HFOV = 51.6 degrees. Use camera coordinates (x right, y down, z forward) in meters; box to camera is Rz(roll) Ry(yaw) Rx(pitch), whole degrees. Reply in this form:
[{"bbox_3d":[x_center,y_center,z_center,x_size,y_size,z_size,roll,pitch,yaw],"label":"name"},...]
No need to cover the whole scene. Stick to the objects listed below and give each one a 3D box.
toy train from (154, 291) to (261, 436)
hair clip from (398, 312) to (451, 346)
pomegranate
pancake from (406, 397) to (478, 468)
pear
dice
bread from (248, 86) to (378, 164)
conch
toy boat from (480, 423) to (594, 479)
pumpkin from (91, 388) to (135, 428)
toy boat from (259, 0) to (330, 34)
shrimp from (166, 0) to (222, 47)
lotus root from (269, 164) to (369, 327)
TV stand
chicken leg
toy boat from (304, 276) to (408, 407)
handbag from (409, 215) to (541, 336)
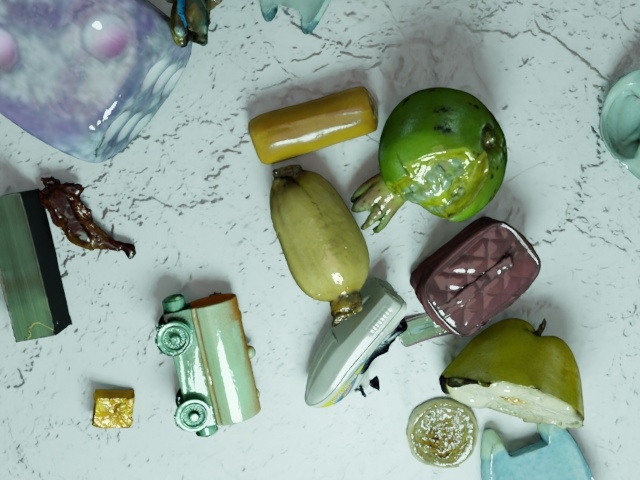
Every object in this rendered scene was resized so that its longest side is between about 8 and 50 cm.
[{"bbox_3d":[-0.210,0.231,1.261,0.177,0.116,0.285,-13,99,-10],"label":"toy train"},{"bbox_3d":[0.217,0.168,1.291,0.137,0.022,0.054,-16,99,-1],"label":"hair clip"},{"bbox_3d":[0.180,-0.126,1.162,0.302,0.236,0.236,-33,100,39],"label":"pomegranate"},{"bbox_3d":[0.246,0.389,1.329,0.152,0.025,0.151,0,98,-1],"label":"pancake"},{"bbox_3d":[0.364,0.233,1.234,0.267,0.267,0.178,21,65,-4],"label":"pear"},{"bbox_3d":[-0.391,-0.306,1.077,0.271,0.270,0.270,37,97,-7],"label":"dice"},{"bbox_3d":[-0.011,-0.210,1.198,0.239,0.074,0.092,-17,95,2],"label":"bread"},{"bbox_3d":[0.599,-0.200,1.181,0.185,0.121,0.221,-20,92,7],"label":"conch"},{"bbox_3d":[0.433,0.512,1.325,0.215,0.123,0.330,-20,88,-5],"label":"toy boat"},{"bbox_3d":[-0.407,0.329,1.299,0.083,0.054,0.074,6,104,-23],"label":"pumpkin"},{"bbox_3d":[-0.029,-0.474,1.159,0.134,0.079,0.207,19,108,10],"label":"toy boat"},{"bbox_3d":[-0.130,-0.481,1.048,0.221,0.110,0.445,14,67,13],"label":"shrimp"},{"bbox_3d":[-0.001,0.001,1.201,0.146,0.131,0.303,-27,85,34],"label":"lotus root"},{"bbox_3d":[-0.542,0.045,1.229,0.083,0.088,0.269,-9,100,0],"label":"TV stand"},{"bbox_3d":[-0.444,-0.034,1.237,0.089,0.048,0.219,-38,98,9],"label":"chicken leg"},{"bbox_3d":[0.073,0.205,1.246,0.141,0.141,0.269,24,101,-5],"label":"toy boat"},{"bbox_3d":[0.280,0.062,1.211,0.225,0.135,0.146,-39,97,2],"label":"handbag"}]
